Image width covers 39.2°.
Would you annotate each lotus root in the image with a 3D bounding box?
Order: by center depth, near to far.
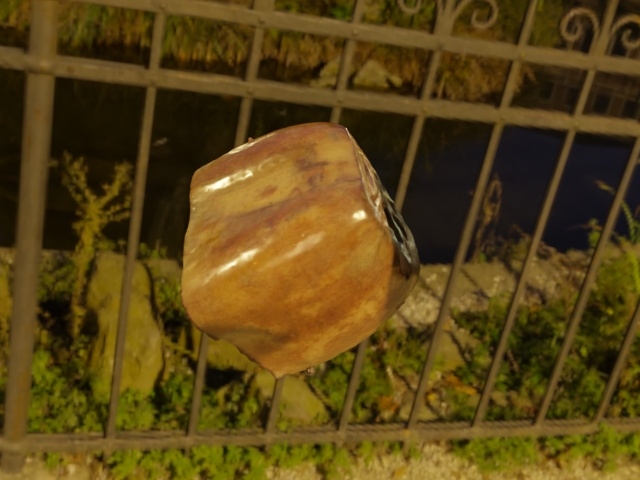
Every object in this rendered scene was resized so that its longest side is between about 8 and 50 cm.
[{"bbox_3d":[0.000,0.000,1.175,0.316,0.250,0.316,43,32,-35],"label":"lotus root"}]
